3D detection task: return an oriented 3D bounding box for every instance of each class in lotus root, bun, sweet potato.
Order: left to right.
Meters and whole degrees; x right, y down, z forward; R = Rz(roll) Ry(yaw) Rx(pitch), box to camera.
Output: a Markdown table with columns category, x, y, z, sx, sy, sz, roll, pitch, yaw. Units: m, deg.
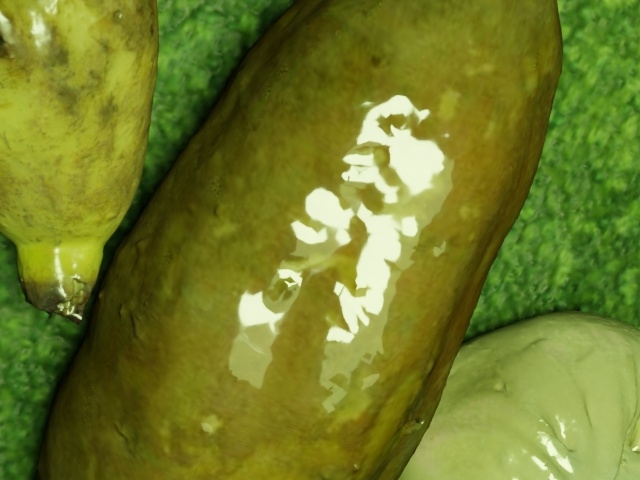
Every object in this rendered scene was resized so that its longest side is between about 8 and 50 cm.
| category | x | y | z | sx | sy | sz | roll | pitch | yaw |
| --- | --- | --- | --- | --- | --- | --- | --- | --- | --- |
| lotus root | -0.116 | -0.059 | 0.623 | 0.108 | 0.094 | 0.191 | -7 | 123 | -4 |
| sweet potato | 0.000 | 0.000 | 0.662 | 0.157 | 0.158 | 0.370 | 19 | 103 | -29 |
| bun | 0.119 | 0.133 | 0.778 | 0.193 | 0.128 | 0.178 | -33 | 118 | -12 |
